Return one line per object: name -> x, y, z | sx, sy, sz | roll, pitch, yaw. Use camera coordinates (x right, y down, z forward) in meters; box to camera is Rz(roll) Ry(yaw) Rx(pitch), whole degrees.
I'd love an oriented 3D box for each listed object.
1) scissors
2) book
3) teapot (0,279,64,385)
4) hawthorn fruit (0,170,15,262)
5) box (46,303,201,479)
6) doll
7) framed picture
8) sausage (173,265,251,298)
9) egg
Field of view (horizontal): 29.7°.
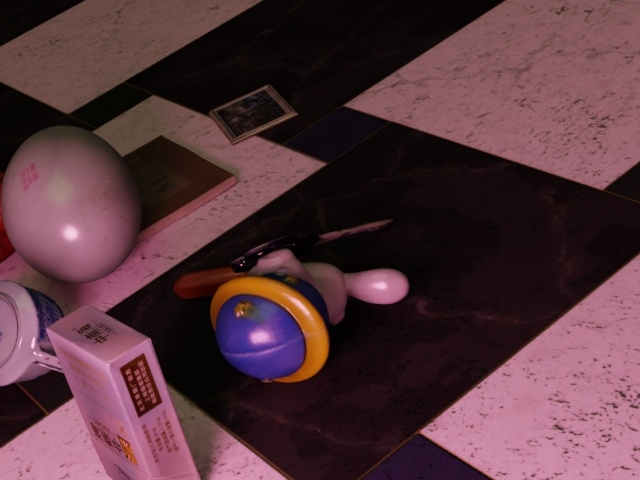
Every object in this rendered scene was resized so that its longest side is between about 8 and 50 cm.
scissors -> 0.000, 0.000, 1.789 | 0.300, 0.022, 0.109 | -13, -13, -39
book -> -0.315, -0.102, 2.229 | 0.217, 0.021, 0.310 | -32, 33, -19
teapot -> -0.441, 0.145, 1.824 | 0.232, 0.159, 0.159 | 27, 54, 35
hawthorn fruit -> -0.607, -0.032, 2.134 | 0.207, 0.207, 0.243 | -31, 46, -17
box -> -0.238, 0.211, 1.484 | 0.067, 0.242, 0.155 | -31, 31, -28
doll -> -0.075, 0.086, 1.669 | 0.311, 0.159, 0.242 | -3, 37, 44
framed picture -> -0.135, -0.251, 2.361 | 0.142, 0.011, 0.183 | -25, 32, -8
sausage -> -0.166, 0.064, 1.862 | 0.131, 0.041, 0.039 | -8, 38, 20
egg -> -0.423, -0.069, 2.035 | 0.230, 0.230, 0.371 | -25, 35, -6
